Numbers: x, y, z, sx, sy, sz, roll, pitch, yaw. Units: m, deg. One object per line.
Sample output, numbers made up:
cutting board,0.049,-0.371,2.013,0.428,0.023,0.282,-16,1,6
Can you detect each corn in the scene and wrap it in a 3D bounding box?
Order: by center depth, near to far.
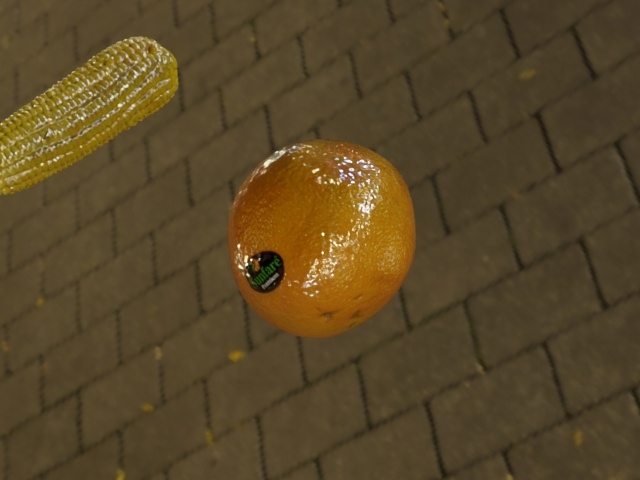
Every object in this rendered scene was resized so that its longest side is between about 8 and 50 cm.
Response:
corn,-0.240,-0.124,1.304,0.231,0.080,0.080,-36,33,-23

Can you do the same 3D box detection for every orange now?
orange,0.000,0.000,1.343,0.206,0.206,0.206,-25,46,29
